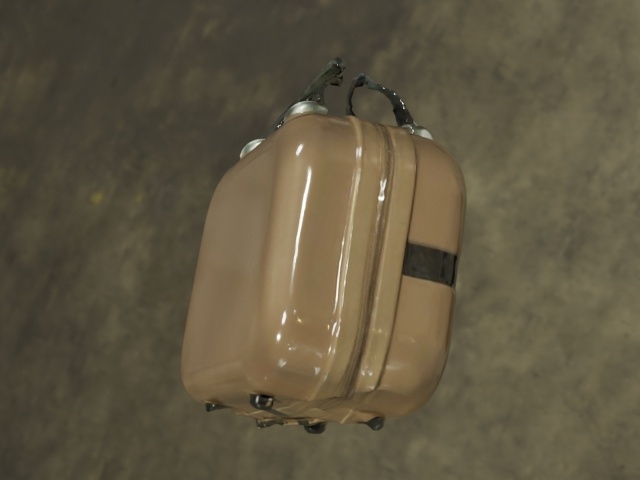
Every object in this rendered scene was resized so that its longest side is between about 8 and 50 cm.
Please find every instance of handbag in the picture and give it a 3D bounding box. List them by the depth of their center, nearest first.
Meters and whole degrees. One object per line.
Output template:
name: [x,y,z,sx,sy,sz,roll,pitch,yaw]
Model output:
handbag: [0.000,0.000,1.131,0.302,0.149,0.283,148,130,-73]
